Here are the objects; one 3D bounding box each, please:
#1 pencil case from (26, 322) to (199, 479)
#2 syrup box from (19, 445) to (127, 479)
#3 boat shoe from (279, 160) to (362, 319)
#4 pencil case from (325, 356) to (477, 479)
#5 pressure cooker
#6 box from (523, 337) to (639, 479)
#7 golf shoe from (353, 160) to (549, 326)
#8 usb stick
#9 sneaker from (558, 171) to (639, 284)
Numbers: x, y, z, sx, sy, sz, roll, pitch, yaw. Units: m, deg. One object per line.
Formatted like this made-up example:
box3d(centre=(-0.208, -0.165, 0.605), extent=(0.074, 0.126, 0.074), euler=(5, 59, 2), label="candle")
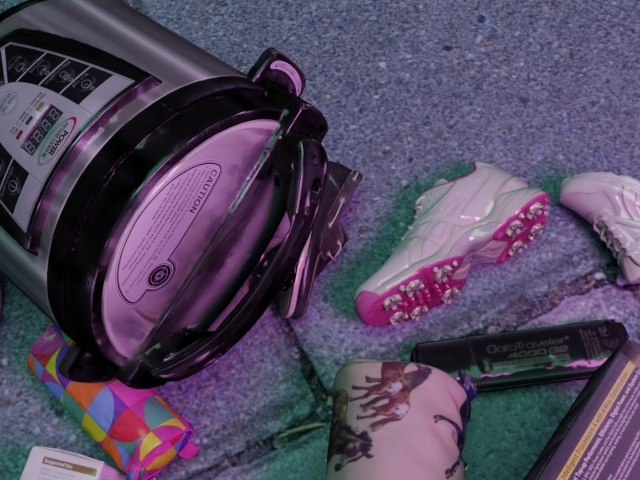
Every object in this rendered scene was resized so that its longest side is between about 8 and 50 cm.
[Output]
box3d(centre=(-0.263, 0.199, 0.954), extent=(0.236, 0.104, 0.104), euler=(41, 74, 19), label="pencil case")
box3d(centre=(-0.316, 0.368, 0.879), extent=(0.096, 0.093, 0.236), euler=(10, 66, 9), label="syrup box")
box3d(centre=(0.000, 0.000, 1.037), extent=(0.079, 0.084, 0.233), euler=(20, 72, -15), label="boat shoe")
box3d(centre=(0.087, 0.322, 0.769), extent=(0.184, 0.160, 0.410), euler=(28, 44, -23), label="pencil case")
box3d(centre=(-0.200, -0.060, 0.897), extent=(0.420, 0.369, 0.376), euler=(35, 47, 26), label="pressure cooker")
box3d(centre=(0.307, 0.316, 0.653), extent=(0.318, 0.097, 0.395), euler=(37, 53, 15), label="box")
box3d(centre=(0.157, 0.001, 1.019), extent=(0.306, 0.115, 0.140), euler=(-30, 56, -17), label="golf shoe")
box3d(centre=(0.253, 0.150, 0.968), extent=(0.278, 0.045, 0.077), euler=(-8, 58, 1), label="usb stick")
box3d(centre=(0.410, -0.005, 0.993), extent=(0.232, 0.090, 0.115), euler=(29, 75, 18), label="sneaker")
